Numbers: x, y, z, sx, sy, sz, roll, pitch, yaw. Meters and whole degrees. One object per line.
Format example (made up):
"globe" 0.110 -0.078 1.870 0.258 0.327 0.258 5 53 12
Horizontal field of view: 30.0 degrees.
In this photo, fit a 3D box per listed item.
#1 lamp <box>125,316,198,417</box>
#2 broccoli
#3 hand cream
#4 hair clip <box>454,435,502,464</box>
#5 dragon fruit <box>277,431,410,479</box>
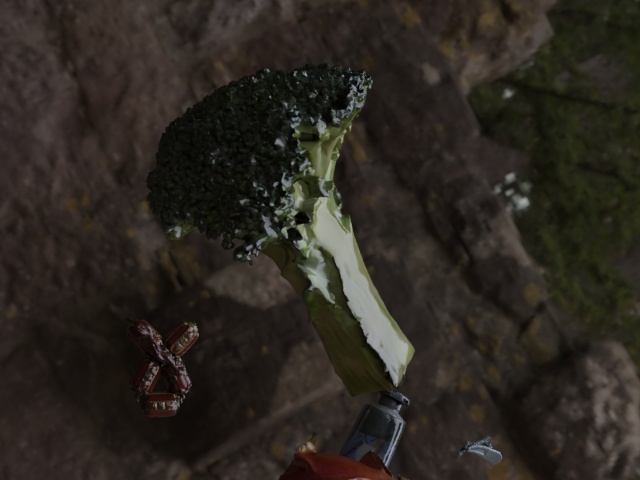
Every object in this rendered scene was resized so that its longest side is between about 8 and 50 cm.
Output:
"lamp" -0.136 0.107 1.001 0.031 0.063 0.083 -165 -99 -71
"broccoli" -0.006 -0.013 1.173 0.361 0.221 0.252 55 16 -49
"hand cream" 0.037 0.314 1.500 0.091 0.271 0.058 34 -13 -30
"hair clip" 0.222 0.295 1.672 0.039 0.030 0.115 30 7 29
"dragon fruit" 0.033 0.344 1.322 0.227 0.224 0.224 37 -17 14
